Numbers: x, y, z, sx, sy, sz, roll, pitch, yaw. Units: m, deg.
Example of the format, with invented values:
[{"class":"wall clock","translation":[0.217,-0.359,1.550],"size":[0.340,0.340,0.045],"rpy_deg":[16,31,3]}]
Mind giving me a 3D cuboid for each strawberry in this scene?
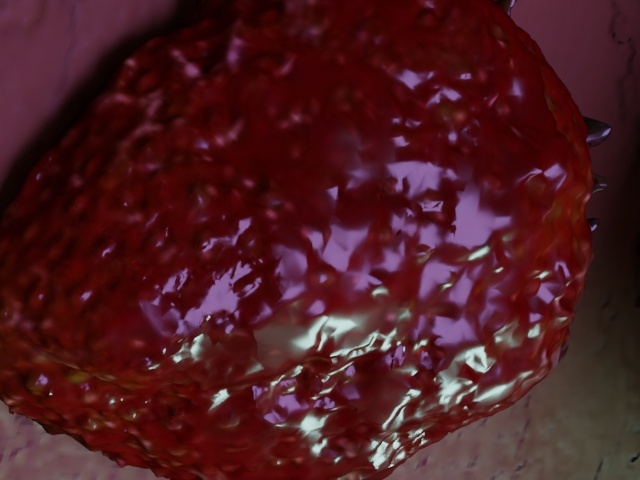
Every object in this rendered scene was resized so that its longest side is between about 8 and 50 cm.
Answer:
[{"class":"strawberry","translation":[0.000,0.000,0.463],"size":[0.187,0.082,0.146],"rpy_deg":[-16,113,-34]}]
